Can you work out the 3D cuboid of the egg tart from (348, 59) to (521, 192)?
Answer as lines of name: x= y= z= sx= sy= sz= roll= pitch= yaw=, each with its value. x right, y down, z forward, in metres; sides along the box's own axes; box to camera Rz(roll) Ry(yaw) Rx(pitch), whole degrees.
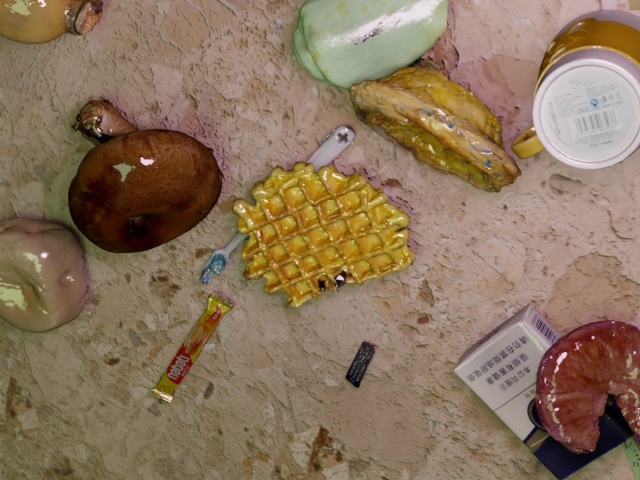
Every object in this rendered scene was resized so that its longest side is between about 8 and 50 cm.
egg tart: x=0.173 y=-0.172 z=1.684 sx=0.290 sy=0.291 sz=0.107 roll=29 pitch=86 yaw=10

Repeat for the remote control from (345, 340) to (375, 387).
remote control: x=0.071 y=0.213 z=2.042 sx=0.034 sy=0.016 sz=0.091 roll=39 pitch=127 yaw=23

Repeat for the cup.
cup: x=0.351 y=-0.179 z=1.573 sx=0.241 sy=0.226 sz=0.185 roll=-38 pitch=95 yaw=27

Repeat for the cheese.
cheese: x=-0.541 y=0.059 z=2.204 sx=0.235 sy=0.117 sz=0.218 roll=38 pitch=124 yaw=0

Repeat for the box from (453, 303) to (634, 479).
box: x=0.359 y=0.245 z=1.883 sx=0.259 sy=0.071 sz=0.168 roll=46 pitch=125 yaw=-1

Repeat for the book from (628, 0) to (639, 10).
book: x=0.477 y=-0.397 z=1.528 sx=0.167 sy=0.013 sz=0.192 roll=2 pitch=116 yaw=26

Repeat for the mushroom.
mushroom: x=-0.289 y=-0.108 z=1.958 sx=0.267 sy=0.267 sz=0.255 roll=2 pitch=82 yaw=25

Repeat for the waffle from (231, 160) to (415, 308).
waffle: x=0.001 y=-0.001 z=1.920 sx=0.309 sy=0.065 sz=0.283 roll=22 pitch=122 yaw=7

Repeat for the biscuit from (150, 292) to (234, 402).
biscuit: x=-0.240 y=0.200 z=2.184 sx=0.048 sy=0.026 sz=0.292 roll=26 pitch=126 yaw=-11

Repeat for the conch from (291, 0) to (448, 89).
conch: x=0.076 y=-0.298 z=1.730 sx=0.250 sy=0.137 sz=0.144 roll=-5 pitch=87 yaw=8

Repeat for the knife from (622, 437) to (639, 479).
knife: x=0.531 y=0.400 z=1.914 sx=0.030 sy=0.014 sz=0.207 roll=-15 pitch=107 yaw=33

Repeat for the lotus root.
lotus root: x=-0.508 y=-0.411 z=1.933 sx=0.303 sy=0.131 sz=0.146 roll=24 pitch=124 yaw=13

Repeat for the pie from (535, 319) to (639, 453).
pie: x=0.433 y=0.226 z=1.788 sx=0.218 sy=0.054 sz=0.205 roll=-21 pitch=92 yaw=-2

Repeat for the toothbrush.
toothbrush: x=-0.078 y=-0.059 z=1.968 sx=0.042 sy=0.040 sz=0.418 roll=35 pitch=123 yaw=-17
